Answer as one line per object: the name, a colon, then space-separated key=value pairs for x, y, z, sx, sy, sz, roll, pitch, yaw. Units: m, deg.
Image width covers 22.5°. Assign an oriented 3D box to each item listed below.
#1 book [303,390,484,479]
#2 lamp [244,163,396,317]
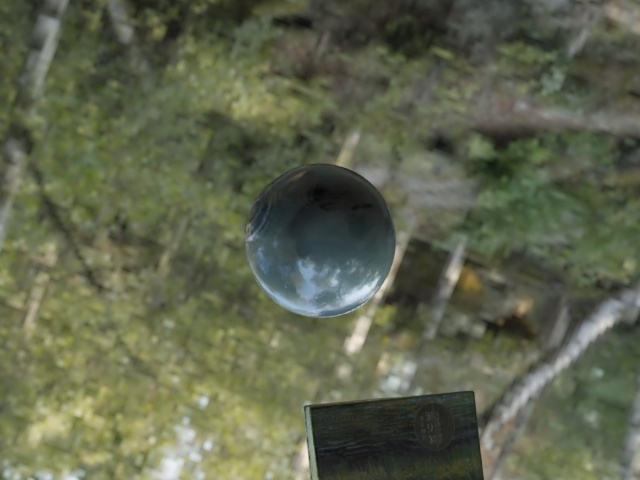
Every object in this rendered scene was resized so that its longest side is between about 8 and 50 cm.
book: x=0.070 y=0.244 z=1.334 sx=0.160 sy=0.228 sz=0.024 roll=-2 pitch=172 yaw=-26
lamp: x=0.000 y=0.000 z=1.073 sx=0.105 sy=0.105 sz=0.105 roll=21 pitch=-177 yaw=-1
